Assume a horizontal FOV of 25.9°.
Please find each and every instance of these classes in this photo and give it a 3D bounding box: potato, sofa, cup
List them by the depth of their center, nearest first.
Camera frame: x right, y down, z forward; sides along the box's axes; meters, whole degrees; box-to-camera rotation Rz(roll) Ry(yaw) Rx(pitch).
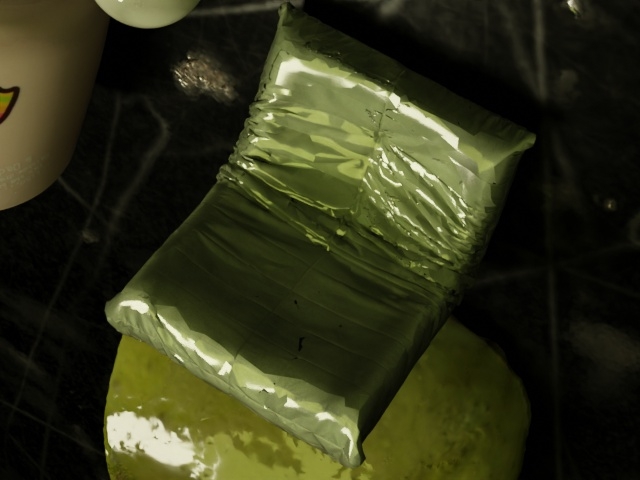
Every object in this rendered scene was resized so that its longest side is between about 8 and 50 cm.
[{"bbox_3d":[0.000,0.000,0.930,0.210,0.225,0.176,31,147,13],"label":"sofa"},{"bbox_3d":[-0.280,-0.162,0.996,0.253,0.191,0.200,18,143,-11],"label":"cup"},{"bbox_3d":[0.007,0.177,1.127,0.280,0.212,0.330,13,138,31],"label":"potato"}]

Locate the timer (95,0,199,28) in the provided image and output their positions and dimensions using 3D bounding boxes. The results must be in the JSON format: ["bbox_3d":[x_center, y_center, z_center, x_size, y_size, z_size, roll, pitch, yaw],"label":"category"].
[{"bbox_3d":[-0.167,-0.246,0.791,0.234,0.240,0.233,-5,163,-1],"label":"timer"}]
